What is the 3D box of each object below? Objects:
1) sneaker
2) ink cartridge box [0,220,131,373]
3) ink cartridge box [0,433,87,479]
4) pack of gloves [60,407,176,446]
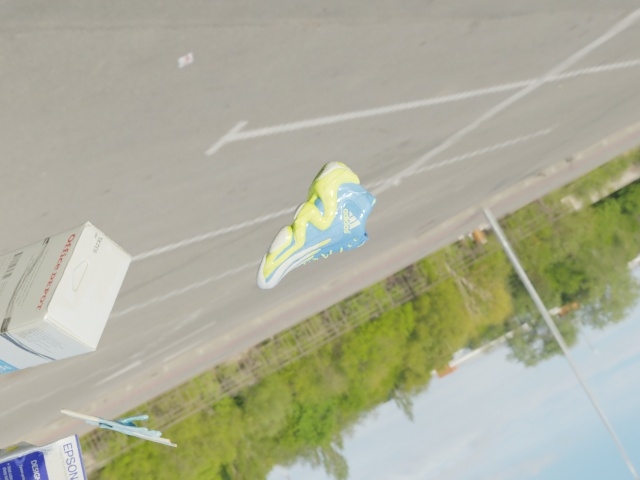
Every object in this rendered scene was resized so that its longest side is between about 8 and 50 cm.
[{"bbox_3d":[0.000,0.000,1.277,0.240,0.126,0.091,-56,-177,15],"label":"sneaker"},{"bbox_3d":[-0.545,0.118,1.592,0.307,0.129,0.223,-16,-135,34],"label":"ink cartridge box"},{"bbox_3d":[-0.555,0.519,1.417,0.307,0.303,0.072,-14,-168,-33],"label":"ink cartridge box"},{"bbox_3d":[-0.462,0.424,1.902,0.232,0.046,0.195,12,161,9],"label":"pack of gloves"}]
